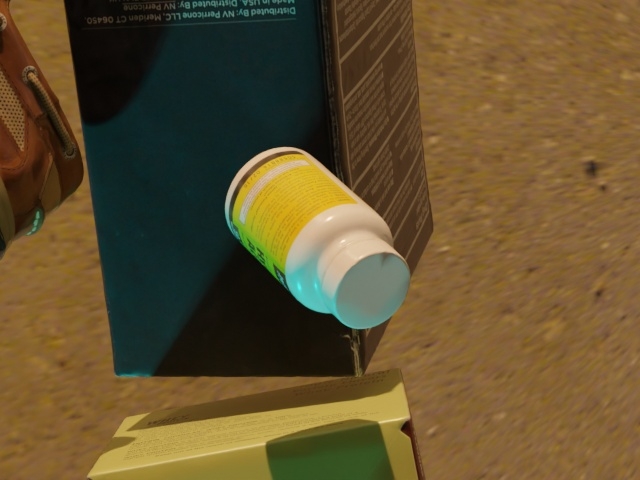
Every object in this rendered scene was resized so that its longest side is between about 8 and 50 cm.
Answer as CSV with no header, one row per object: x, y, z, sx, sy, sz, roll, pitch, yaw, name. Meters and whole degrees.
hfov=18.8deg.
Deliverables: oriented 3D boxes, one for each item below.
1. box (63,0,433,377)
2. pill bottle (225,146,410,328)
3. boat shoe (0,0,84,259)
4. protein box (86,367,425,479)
-0.040,-0.092,1.332,0.183,0.296,0.294,-2,108,14,box
0.000,0.000,1.063,0.065,0.065,0.116,-60,40,11,pill bottle
-0.242,-0.144,1.150,0.123,0.120,0.324,-5,112,50,boat shoe
-0.029,0.178,1.247,0.200,0.201,0.136,-11,95,1,protein box
